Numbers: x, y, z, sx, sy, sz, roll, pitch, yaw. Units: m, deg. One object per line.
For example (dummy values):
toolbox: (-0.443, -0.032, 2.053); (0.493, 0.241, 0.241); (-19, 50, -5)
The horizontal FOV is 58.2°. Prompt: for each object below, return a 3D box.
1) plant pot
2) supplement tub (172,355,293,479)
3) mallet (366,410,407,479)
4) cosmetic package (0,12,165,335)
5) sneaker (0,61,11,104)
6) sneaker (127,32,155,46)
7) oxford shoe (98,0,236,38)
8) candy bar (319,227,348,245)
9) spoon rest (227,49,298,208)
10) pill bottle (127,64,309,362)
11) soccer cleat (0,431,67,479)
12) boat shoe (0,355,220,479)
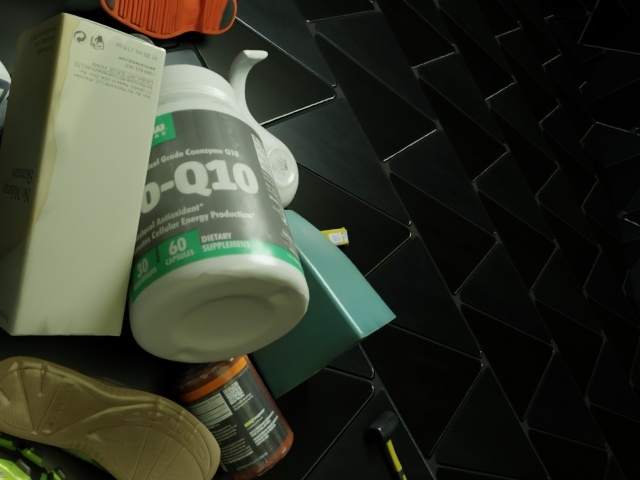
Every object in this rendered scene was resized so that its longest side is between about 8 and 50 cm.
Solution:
plant pot: (-0.038, 0.077, 0.865); (0.234, 0.166, 0.165); (55, 20, 12)
supplement tub: (-0.125, 0.213, 0.773); (0.106, 0.106, 0.198); (-35, 98, -48)
mallet: (0.140, 0.395, 1.021); (0.062, 0.039, 0.189); (-36, 103, -50)
cosmetic package: (-0.274, -0.065, 0.624); (0.113, 0.160, 0.309); (10, 89, -42)
sneaker: (-0.476, -0.217, 0.618); (0.235, 0.094, 0.153); (57, 33, -25)
sneaker: (-0.297, -0.223, 0.802); (0.101, 0.106, 0.267); (44, 44, -19)
oxford shoe: (-0.259, -0.386, 0.930); (0.098, 0.097, 0.271); (29, 24, 23)
candy bar: (0.000, 0.000, 1.068); (0.161, 0.018, 0.040); (-9, 82, -48)
spoon rest: (-0.109, -0.186, 1.014); (0.137, 0.084, 0.276); (-16, 97, -47)
pill bottle: (-0.155, -0.046, 0.739); (0.204, 0.204, 0.361); (16, 42, -41)
soccer cleat: (-0.354, 0.244, 0.557); (0.121, 0.093, 0.289); (-49, 116, -14)
boat shoe: (-0.246, 0.207, 0.659); (0.285, 0.092, 0.103); (32, 74, -28)
